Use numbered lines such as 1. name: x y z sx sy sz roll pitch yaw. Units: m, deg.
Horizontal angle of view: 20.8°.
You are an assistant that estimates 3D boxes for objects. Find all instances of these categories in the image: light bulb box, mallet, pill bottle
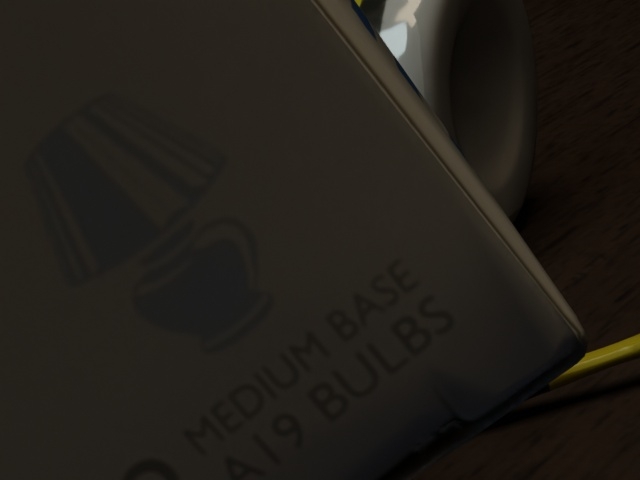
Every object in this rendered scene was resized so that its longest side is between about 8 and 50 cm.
1. light bulb box: -0.162 0.004 0.484 0.358 0.225 0.361 -38 14 5
2. mallet: 0.113 0.062 0.849 0.189 0.039 0.062 -16 21 0
3. pill bottle: -0.047 -0.085 1.097 0.333 0.188 0.188 0 23 27
